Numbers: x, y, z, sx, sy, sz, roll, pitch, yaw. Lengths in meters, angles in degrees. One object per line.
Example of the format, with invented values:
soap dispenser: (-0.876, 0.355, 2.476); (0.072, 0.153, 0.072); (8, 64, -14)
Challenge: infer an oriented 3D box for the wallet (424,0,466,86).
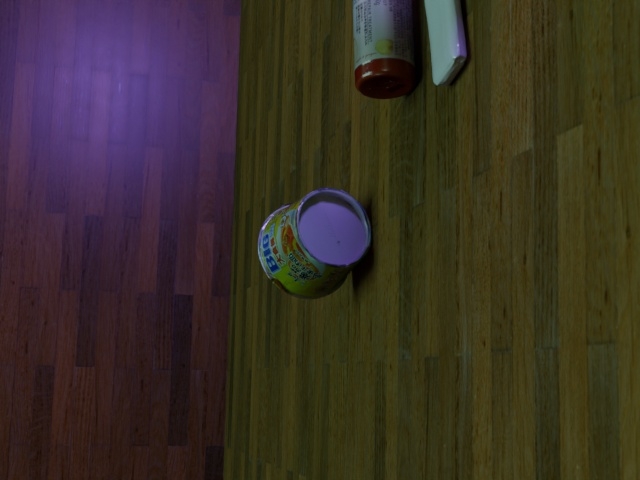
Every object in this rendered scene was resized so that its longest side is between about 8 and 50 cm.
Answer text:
wallet: (0.191, -0.333, 1.525); (0.095, 0.033, 0.190); (125, 144, -62)

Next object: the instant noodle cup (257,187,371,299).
instant noodle cup: (0.000, 0.000, 1.905); (0.153, 0.204, 0.205); (145, 128, -59)

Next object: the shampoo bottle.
shampoo bottle: (0.108, -0.390, 1.718); (0.104, 0.104, 0.278); (131, 140, -67)
